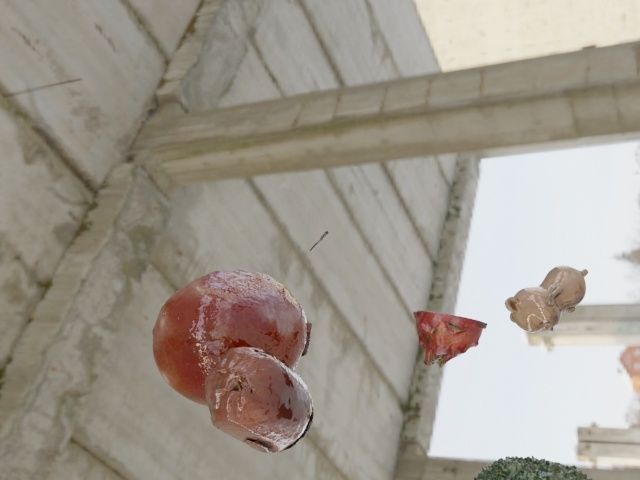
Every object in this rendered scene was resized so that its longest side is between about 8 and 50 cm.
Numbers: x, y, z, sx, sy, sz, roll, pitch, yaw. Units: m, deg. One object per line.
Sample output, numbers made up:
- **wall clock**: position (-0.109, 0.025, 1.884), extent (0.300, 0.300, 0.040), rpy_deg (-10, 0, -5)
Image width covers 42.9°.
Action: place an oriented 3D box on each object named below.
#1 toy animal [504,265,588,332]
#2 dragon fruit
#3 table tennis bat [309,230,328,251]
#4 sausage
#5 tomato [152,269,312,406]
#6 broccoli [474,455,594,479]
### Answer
- **toy animal**: position (0.348, 0.089, 1.246), extent (0.150, 0.089, 0.083), rpy_deg (-28, -57, -12)
- **dragon fruit**: position (0.257, 0.205, 1.643), extent (0.153, 0.153, 0.110), rpy_deg (18, -101, -61)
- **table tennis bat**: position (0.000, 0.000, 1.824), extent (0.007, 0.083, 0.050), rpy_deg (45, -122, 3)
- **sausage**: position (-0.100, 0.271, 1.367), extent (0.279, 0.152, 0.152), rpy_deg (56, -142, -60)
- **tomato**: position (-0.153, 0.195, 1.556), extent (0.309, 0.170, 0.308), rpy_deg (-5, -80, -30)
- **broccoli**: position (0.449, 0.553, 1.641), extent (0.235, 0.288, 0.259), rpy_deg (-24, -72, -55)
